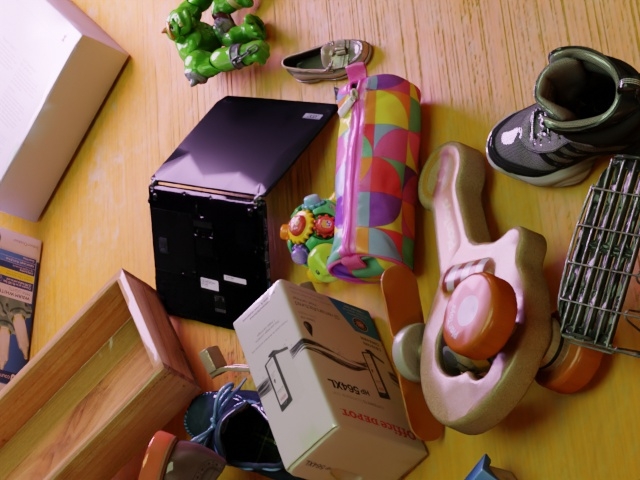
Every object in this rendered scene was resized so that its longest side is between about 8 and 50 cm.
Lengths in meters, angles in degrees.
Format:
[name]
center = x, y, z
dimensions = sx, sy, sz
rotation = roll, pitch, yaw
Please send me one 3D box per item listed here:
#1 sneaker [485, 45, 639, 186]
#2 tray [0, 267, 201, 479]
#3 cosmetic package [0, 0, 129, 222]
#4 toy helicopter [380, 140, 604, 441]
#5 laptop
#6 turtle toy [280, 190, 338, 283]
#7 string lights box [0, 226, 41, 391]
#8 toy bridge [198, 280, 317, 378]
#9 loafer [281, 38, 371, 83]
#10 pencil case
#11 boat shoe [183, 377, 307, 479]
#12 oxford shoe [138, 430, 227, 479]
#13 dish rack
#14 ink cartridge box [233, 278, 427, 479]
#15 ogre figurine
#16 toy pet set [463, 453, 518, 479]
[sneaker]
center = 0.240, -0.126, 1.698
dimensions = 0.268, 0.153, 0.101
rotation = -7, 69, 46
[tray]
center = -0.334, 0.247, 2.138
dimensions = 0.411, 0.076, 0.203
rotation = -44, 40, 12
[cosmetic package]
center = -0.458, -0.239, 2.551
dimensions = 0.377, 0.097, 0.284
rotation = 44, 109, 47
[toy helicopter]
center = 0.144, 0.047, 1.783
dimensions = 0.235, 0.140, 0.355
rotation = -47, 34, 36
[laptop]
center = -0.093, -0.035, 2.133
dimensions = 0.234, 0.136, 0.264
rotation = 10, 107, 49
[turtle toy]
center = 0.000, 0.000, 1.974
dimensions = 0.095, 0.066, 0.130
rotation = -51, 43, 20
[string lights box]
center = -0.473, 0.112, 2.394
dimensions = 0.076, 0.133, 0.260
rotation = -15, 65, 43
[toy bridge]
center = -0.066, 0.118, 2.015
dimensions = 0.188, 0.026, 0.063
rotation = -36, 76, 34
[loafer]
center = 0.005, -0.216, 2.078
dimensions = 0.125, 0.039, 0.045
rotation = -12, 65, 45
[pencil case]
center = 0.058, -0.071, 1.914
dimensions = 0.104, 0.104, 0.236
rotation = -17, 64, 43
[boat shoe]
center = -0.081, 0.209, 1.958
dimensions = 0.258, 0.089, 0.109
rotation = 4, 77, 50
[oxford shoe]
center = -0.164, 0.346, 1.966
dimensions = 0.097, 0.098, 0.271
rotation = -64, -14, -58
[dish rack]
center = 0.346, 0.030, 1.564
dimensions = 0.271, 0.074, 0.208
rotation = 14, 84, 44
[ink cartridge box]
center = 0.010, 0.158, 1.837
dimensions = 0.086, 0.148, 0.203
rotation = -44, 48, 24
[ogre figurine]
center = -0.135, -0.270, 2.220
dimensions = 0.118, 0.097, 0.197
rotation = -33, 66, 12
[toy pet set]
center = 0.151, 0.278, 1.698
dimensions = 0.114, 0.065, 0.122
rotation = -54, 43, 17
